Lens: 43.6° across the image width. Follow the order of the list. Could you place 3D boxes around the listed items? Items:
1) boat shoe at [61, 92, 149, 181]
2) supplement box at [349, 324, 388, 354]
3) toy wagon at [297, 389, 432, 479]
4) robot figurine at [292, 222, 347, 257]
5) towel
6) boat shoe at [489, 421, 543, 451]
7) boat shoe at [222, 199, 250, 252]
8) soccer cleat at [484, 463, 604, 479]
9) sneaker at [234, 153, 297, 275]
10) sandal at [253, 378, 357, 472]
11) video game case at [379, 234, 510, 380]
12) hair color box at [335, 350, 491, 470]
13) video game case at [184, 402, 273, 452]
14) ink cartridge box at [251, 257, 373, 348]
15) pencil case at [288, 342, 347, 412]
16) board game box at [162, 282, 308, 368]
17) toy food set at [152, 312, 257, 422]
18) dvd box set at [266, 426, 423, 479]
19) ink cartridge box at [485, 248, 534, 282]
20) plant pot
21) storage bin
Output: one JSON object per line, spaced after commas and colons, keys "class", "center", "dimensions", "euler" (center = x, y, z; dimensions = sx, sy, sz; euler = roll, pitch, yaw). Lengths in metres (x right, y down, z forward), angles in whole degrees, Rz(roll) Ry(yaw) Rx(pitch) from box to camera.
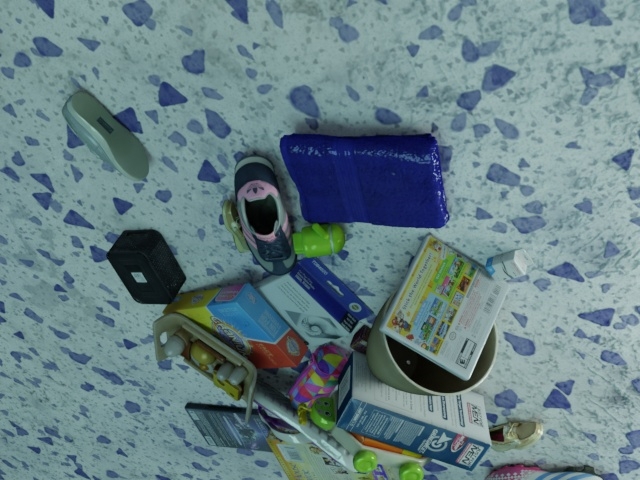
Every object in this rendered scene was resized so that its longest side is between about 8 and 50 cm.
{"class": "boat shoe", "center": [-0.464, -0.216, 1.721], "dimensions": [0.081, 0.079, 0.227], "euler": [-19, 118, 48]}
{"class": "supplement box", "center": [0.122, 0.249, 1.920], "dimensions": [0.083, 0.043, 0.055], "euler": [31, 138, -7]}
{"class": "toy wagon", "center": [0.113, 0.439, 1.916], "dimensions": [0.344, 0.267, 0.068], "euler": [18, 119, -15]}
{"class": "robot figurine", "center": [0.000, 0.000, 1.700], "dimensions": [0.115, 0.067, 0.101], "euler": [-8, 161, 2]}
{"class": "towel", "center": [0.090, -0.122, 1.554], "dimensions": [0.308, 0.076, 0.227], "euler": [5, 141, 20]}
{"class": "boat shoe", "center": [0.470, 0.478, 1.969], "dimensions": [0.059, 0.063, 0.170], "euler": [35, 138, -19]}
{"class": "boat shoe", "center": [-0.177, -0.032, 1.778], "dimensions": [0.048, 0.056, 0.153], "euler": [-4, 132, 16]}
{"class": "soccer cleat", "center": [0.559, 0.654, 2.041], "dimensions": [0.331, 0.143, 0.116], "euler": [-14, 125, 35]}
{"class": "sneaker", "center": [-0.117, -0.019, 1.687], "dimensions": [0.112, 0.131, 0.319], "euler": [-14, 131, 4]}
{"class": "sandal", "center": [-0.075, 0.500, 2.124], "dimensions": [0.416, 0.102, 0.169], "euler": [33, 178, 15]}
{"class": "video game case", "center": [0.254, 0.134, 1.615], "dimensions": [0.206, 0.227, 0.026], "euler": [31, 160, -6]}
{"class": "hair color box", "center": [0.215, 0.399, 1.877], "dimensions": [0.347, 0.174, 0.105], "euler": [20, 121, -8]}
{"class": "video game case", "center": [-0.260, 0.573, 2.438], "dimensions": [0.274, 0.026, 0.196], "euler": [-2, 131, 25]}
{"class": "ink cartridge box", "center": [-0.027, 0.153, 1.893], "dimensions": [0.223, 0.045, 0.224], "euler": [44, 134, -19]}
{"class": "pencil case", "center": [-0.010, 0.353, 2.046], "dimensions": [0.104, 0.104, 0.236], "euler": [26, 138, -1]}
{"class": "board game box", "center": [-0.218, 0.223, 2.003], "dimensions": [0.316, 0.064, 0.242], "euler": [-12, 126, 46]}
{"class": "toy food set", "center": [-0.295, 0.331, 2.034], "dimensions": [0.306, 0.092, 0.219], "euler": [32, 146, 15]}
{"class": "dvd box set", "center": [0.082, 0.666, 2.341], "dimensions": [0.420, 0.062, 0.307], "euler": [-2, 131, 26]}
{"class": "ink cartridge box", "center": [0.381, 0.051, 1.611], "dimensions": [0.083, 0.028, 0.048], "euler": [-21, 121, 38]}
{"class": "plant pot", "center": [0.204, 0.228, 1.740], "dimensions": [0.256, 0.256, 0.274], "euler": [31, 155, -6]}
{"class": "storage bin", "center": [-0.427, 0.067, 1.971], "dimensions": [0.122, 0.084, 0.180], "euler": [-1, 132, 27]}
